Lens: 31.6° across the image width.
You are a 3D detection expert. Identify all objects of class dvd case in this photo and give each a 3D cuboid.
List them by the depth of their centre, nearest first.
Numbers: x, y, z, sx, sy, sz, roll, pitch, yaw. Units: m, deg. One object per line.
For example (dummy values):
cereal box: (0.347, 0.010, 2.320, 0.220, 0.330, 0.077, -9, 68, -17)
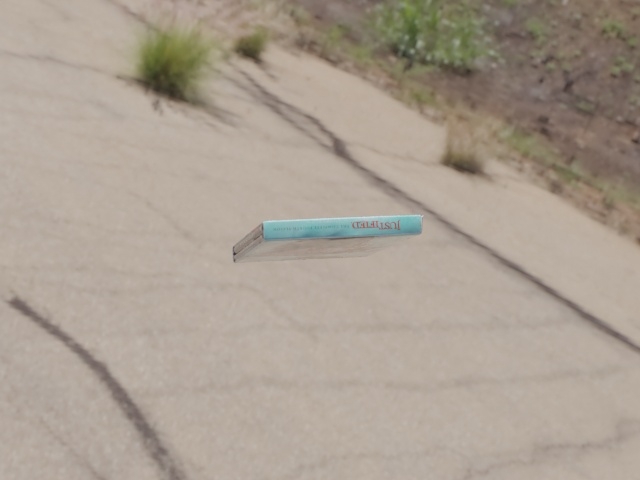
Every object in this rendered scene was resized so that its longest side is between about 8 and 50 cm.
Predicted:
dvd case: (0.000, 0.000, 0.645, 0.087, 0.013, 0.119, -3, -5, -13)
